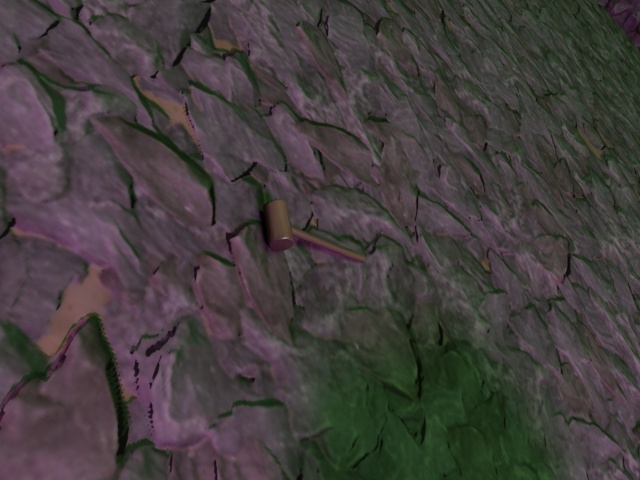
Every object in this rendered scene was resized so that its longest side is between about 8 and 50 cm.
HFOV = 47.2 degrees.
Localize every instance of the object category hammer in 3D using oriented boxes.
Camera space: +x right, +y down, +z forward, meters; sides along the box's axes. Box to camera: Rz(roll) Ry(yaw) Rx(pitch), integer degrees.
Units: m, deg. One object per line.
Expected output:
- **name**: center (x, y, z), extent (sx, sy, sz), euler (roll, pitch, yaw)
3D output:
- **hammer**: center (0.000, 0.000, 0.576), extent (0.110, 0.019, 0.035), euler (20, 47, -43)
